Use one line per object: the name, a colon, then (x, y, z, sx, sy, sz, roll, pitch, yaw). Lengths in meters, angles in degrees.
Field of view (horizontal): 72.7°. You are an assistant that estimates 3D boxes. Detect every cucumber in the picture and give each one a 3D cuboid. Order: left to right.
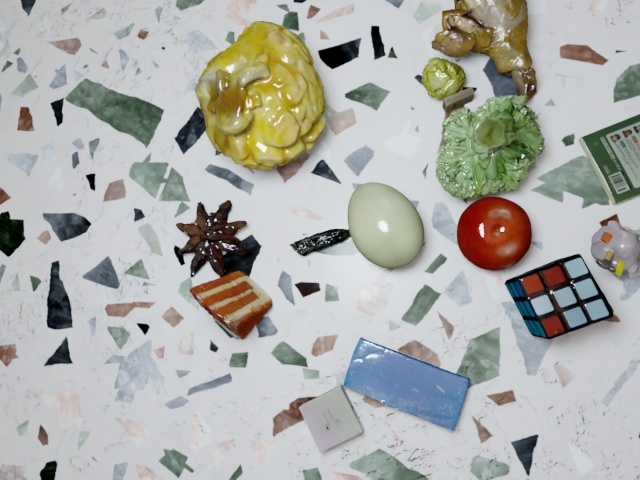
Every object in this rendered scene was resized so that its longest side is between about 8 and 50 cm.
cucumber: (0.000, 0.000, 1.275, 0.182, 0.053, 0.053, -20, 79, 6)

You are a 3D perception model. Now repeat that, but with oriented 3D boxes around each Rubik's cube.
Rubik's cube: (0.578, 0.138, 1.073, 0.163, 0.160, 0.162, -22, 78, 8)

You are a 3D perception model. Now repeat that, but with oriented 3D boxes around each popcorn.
popcorn: (-0.160, -0.389, 1.232, 0.354, 0.344, 0.389, 39, 63, -25)
popcorn: (0.348, -0.459, 1.241, 0.116, 0.121, 0.106, 53, 134, 49)

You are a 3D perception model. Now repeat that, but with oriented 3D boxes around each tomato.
tomato: (0.452, -0.020, 1.135, 0.196, 0.136, 0.194, -2, 82, 11)

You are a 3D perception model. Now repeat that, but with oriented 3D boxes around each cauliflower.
cauliflower: (0.434, -0.248, 1.112, 0.273, 0.250, 0.274, 0, 83, 14)

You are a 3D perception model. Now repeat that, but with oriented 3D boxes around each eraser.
eraser: (0.227, 0.382, 1.173, 0.312, 0.043, 0.144, 19, 87, 14)

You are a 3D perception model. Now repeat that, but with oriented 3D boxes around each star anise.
star anise: (-0.344, -0.004, 1.320, 0.273, 0.102, 0.271, -2, 82, 15)

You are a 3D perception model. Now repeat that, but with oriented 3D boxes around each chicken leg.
chicken leg: (0.453, -0.550, 1.196, 0.295, 0.182, 0.408, -27, 94, -10)

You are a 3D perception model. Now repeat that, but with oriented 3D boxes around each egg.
egg: (0.170, -0.044, 1.171, 0.189, 0.188, 0.253, -28, 74, 7)

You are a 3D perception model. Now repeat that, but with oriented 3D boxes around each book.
book: (0.853, -0.233, 1.136, 0.265, 0.027, 0.201, -22, 77, 9)

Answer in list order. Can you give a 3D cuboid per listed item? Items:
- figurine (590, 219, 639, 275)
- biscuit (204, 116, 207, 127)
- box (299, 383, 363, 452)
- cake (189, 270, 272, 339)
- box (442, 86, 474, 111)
figurine: (0.767, 0.010, 1.083, 0.229, 0.112, 0.137, -17, 87, -4)
biscuit: (-0.299, -0.448, 1.409, 0.142, 0.029, 0.220, 33, 90, 14)
box: (0.030, 0.486, 1.196, 0.130, 0.051, 0.129, -29, 77, 7)
cake: (-0.234, 0.161, 1.206, 0.158, 0.262, 0.159, 39, 72, 10)
box: (0.393, -0.401, 1.243, 0.084, 0.053, 0.024, -19, 78, 8)
